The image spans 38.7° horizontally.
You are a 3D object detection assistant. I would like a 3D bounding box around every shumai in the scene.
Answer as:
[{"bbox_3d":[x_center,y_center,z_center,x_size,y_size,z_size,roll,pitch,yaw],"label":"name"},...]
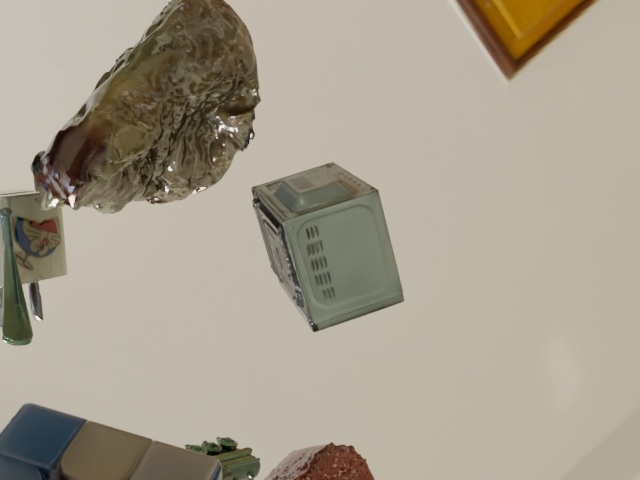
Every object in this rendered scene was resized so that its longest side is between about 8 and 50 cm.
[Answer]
[{"bbox_3d":[-0.256,-0.163,1.183,0.283,0.217,0.346,-23,163,-42],"label":"shumai"}]

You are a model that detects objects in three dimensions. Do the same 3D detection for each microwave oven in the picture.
[{"bbox_3d":[0.000,0.000,1.099,0.123,0.162,0.208,-19,-163,-9],"label":"microwave oven"}]

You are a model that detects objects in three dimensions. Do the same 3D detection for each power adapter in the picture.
[{"bbox_3d":[-0.460,0.028,1.366,0.125,0.204,0.130,2,-170,34],"label":"power adapter"}]

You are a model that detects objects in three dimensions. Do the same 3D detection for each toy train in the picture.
[{"bbox_3d":[-0.174,0.400,1.597,0.111,0.170,0.071,22,-80,31],"label":"toy train"}]

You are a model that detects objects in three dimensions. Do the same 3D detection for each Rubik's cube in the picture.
[{"bbox_3d":[-0.362,0.506,1.351,0.347,0.346,0.344,14,-141,12],"label":"Rubik's cube"}]

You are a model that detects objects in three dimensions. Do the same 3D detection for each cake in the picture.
[{"bbox_3d":[-0.025,0.438,1.368,0.283,0.177,0.151,-43,-173,-35],"label":"cake"}]

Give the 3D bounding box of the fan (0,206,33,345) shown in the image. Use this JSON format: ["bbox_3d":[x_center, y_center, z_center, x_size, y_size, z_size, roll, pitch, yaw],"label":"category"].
[{"bbox_3d":[-0.387,0.042,1.138,0.016,0.038,0.193,-41,-126,40],"label":"fan"}]
